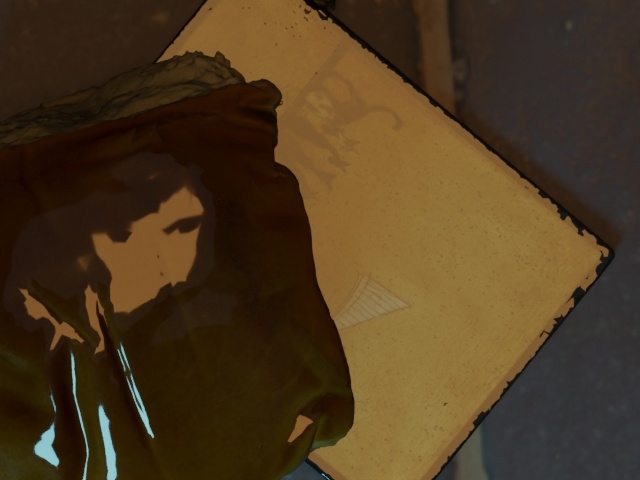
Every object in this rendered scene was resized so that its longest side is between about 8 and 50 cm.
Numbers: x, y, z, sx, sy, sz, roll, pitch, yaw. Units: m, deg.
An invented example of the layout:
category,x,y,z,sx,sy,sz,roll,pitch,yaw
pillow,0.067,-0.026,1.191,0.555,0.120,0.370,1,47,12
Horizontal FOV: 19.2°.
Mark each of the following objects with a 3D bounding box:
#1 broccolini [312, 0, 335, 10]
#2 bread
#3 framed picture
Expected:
category,x,y,z,sx,sy,sz,roll,pitch,yaw
broccolini,-0.033,-0.252,1.287,0.058,0.074,0.201,-14,91,-21
bread,-0.116,0.035,1.188,0.250,0.225,0.279,-18,94,-3
framed picture,0.000,0.000,1.315,0.338,0.014,0.255,40,87,-3
